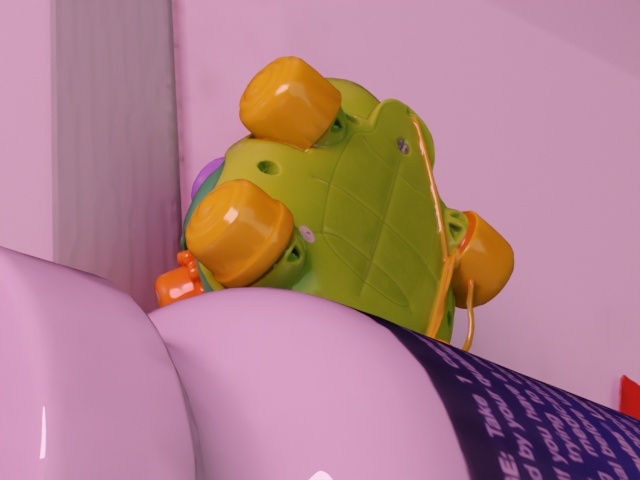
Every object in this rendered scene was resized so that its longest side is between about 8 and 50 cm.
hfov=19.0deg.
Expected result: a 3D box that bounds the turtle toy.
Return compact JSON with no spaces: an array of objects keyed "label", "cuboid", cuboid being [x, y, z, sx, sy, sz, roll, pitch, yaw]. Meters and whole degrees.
[{"label":"turtle toy","cuboid":[0.000,0.000,0.527,0.095,0.066,0.130,41,42,-22]}]

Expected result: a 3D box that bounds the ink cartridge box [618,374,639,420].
[{"label":"ink cartridge box","cuboid":[0.191,0.166,0.640,0.232,0.066,0.189,39,44,-30]}]

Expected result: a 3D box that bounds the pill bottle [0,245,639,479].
[{"label":"pill bottle","cuboid":[0.013,0.097,0.412,0.265,0.153,0.153,23,51,-37]}]
